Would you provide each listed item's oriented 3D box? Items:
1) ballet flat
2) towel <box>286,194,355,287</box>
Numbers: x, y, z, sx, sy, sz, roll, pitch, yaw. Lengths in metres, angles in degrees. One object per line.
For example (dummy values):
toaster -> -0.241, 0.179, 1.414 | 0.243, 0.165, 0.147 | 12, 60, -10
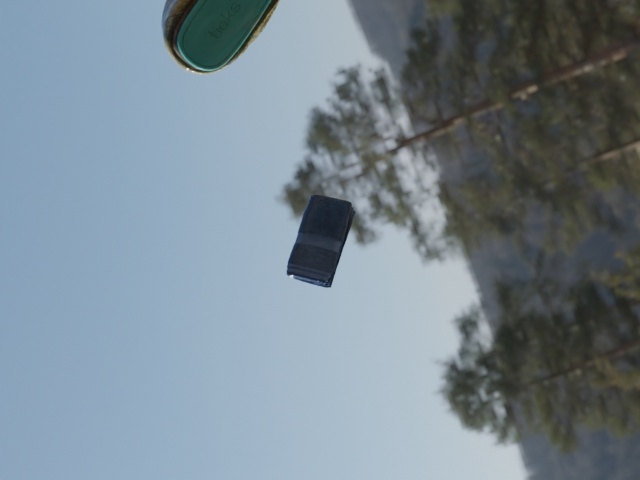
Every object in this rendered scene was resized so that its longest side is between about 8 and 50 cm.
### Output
ballet flat -> -0.048, -0.330, 1.444 | 0.123, 0.348, 0.123 | 41, -171, -8
towel -> 0.000, 0.000, 1.803 | 0.029, 0.067, 0.119 | 56, -129, -72
